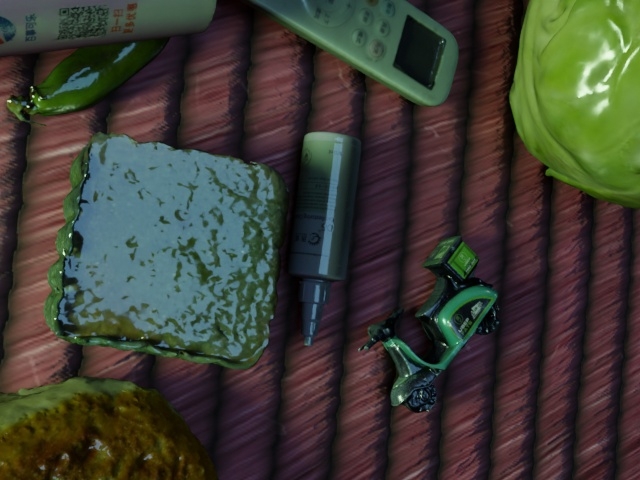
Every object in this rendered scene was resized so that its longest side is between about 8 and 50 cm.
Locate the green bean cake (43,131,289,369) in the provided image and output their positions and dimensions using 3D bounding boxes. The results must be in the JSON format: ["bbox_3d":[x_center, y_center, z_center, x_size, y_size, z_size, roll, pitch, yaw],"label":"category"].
[{"bbox_3d":[-0.129,0.012,0.694,0.181,0.094,0.173,10,84,-24],"label":"green bean cake"}]

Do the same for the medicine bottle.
[{"bbox_3d":[0.000,0.000,0.778,0.057,0.057,0.199,10,86,-25],"label":"medicine bottle"}]

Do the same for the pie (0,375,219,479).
[{"bbox_3d":[-0.196,0.248,0.608,0.315,0.092,0.315,18,58,-31],"label":"pie"}]

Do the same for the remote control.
[{"bbox_3d":[0.013,-0.217,0.774,0.309,0.038,0.090,24,76,-33],"label":"remote control"}]

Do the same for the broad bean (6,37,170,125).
[{"bbox_3d":[-0.160,-0.188,0.711,0.065,0.046,0.254,39,74,-6],"label":"broad bean"}]

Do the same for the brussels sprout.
[{"bbox_3d":[0.336,-0.180,0.831,0.328,0.247,0.328,-13,115,-30],"label":"brussels sprout"}]

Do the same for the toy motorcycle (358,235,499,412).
[{"bbox_3d":[0.112,0.088,0.831,0.100,0.058,0.173,44,70,-11],"label":"toy motorcycle"}]

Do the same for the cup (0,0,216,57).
[{"bbox_3d":[-0.229,-0.212,0.587,0.288,0.203,0.203,-7,92,-22],"label":"cup"}]
